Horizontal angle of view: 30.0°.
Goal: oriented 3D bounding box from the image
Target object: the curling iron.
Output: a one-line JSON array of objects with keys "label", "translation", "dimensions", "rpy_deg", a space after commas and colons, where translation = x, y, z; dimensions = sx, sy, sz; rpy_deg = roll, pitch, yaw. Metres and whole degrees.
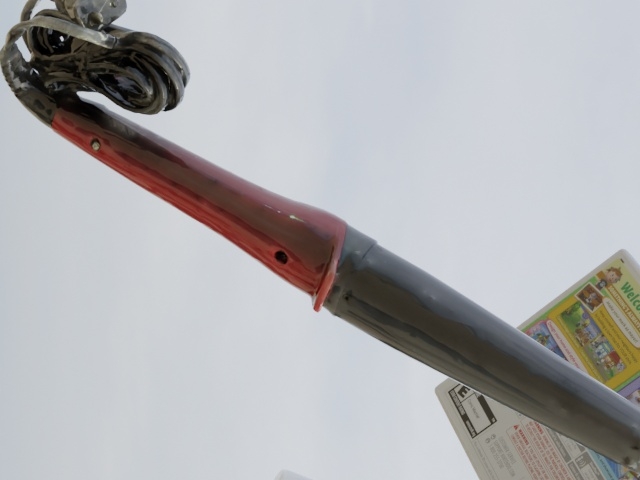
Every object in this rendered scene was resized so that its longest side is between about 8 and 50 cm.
[{"label": "curling iron", "translation": [0.000, 0.000, 0.399], "dimensions": [0.274, 0.035, 0.068], "rpy_deg": [36, -29, 7]}]

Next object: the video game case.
[{"label": "video game case", "translation": [0.200, 0.129, 0.885], "dimensions": [0.023, 0.193, 0.212], "rpy_deg": [43, 14, -37]}]

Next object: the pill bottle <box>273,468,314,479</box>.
[{"label": "pill bottle", "translation": [0.050, 0.187, 0.587], "dimensions": [0.112, 0.187, 0.112], "rpy_deg": [-156, -90, -89]}]
